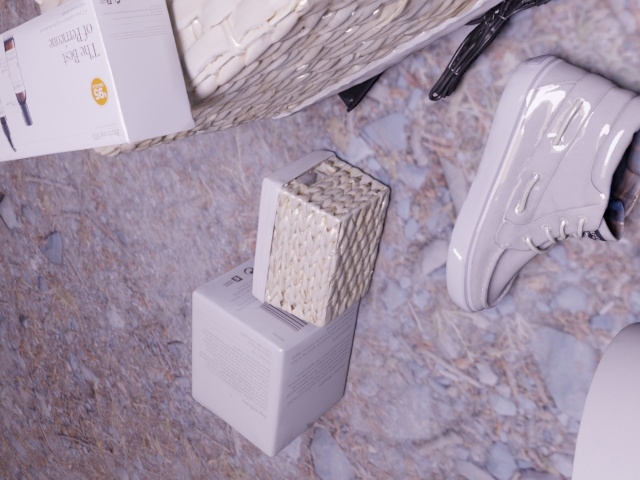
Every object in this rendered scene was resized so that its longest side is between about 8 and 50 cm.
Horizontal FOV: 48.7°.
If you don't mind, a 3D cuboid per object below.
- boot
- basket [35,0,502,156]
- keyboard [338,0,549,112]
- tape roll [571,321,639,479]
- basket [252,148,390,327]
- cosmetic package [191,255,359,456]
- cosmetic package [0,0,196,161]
[{"bbox_3d":[0.198,-0.020,0.618,0.123,0.095,0.258,34,131,34],"label":"boot"},{"bbox_3d":[-0.074,-0.279,0.583,0.331,0.266,0.329,-18,95,50],"label":"basket"},{"bbox_3d":[0.099,-0.235,0.641,0.202,0.033,0.317,56,138,13],"label":"keyboard"},{"bbox_3d":[0.313,0.188,0.520,0.169,0.246,0.246,0,112,42],"label":"tape roll"},{"bbox_3d":[0.000,0.000,0.802,0.103,0.113,0.167,28,129,26],"label":"basket"},{"bbox_3d":[-0.061,0.137,0.903,0.151,0.151,0.184,29,128,29],"label":"cosmetic package"},{"bbox_3d":[-0.194,-0.117,0.539,0.239,0.060,0.099,2,111,46],"label":"cosmetic package"}]
